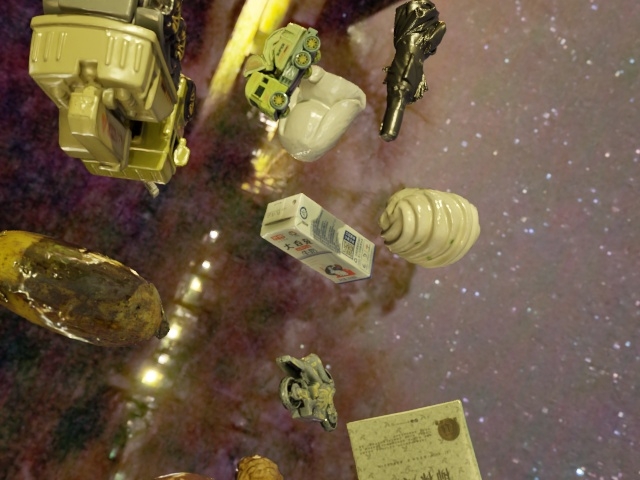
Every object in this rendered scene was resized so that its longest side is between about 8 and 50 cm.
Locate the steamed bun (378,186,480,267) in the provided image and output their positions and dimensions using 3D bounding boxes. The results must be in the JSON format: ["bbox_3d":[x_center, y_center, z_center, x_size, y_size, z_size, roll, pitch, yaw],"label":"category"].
[{"bbox_3d":[0.183,-0.014,1.180,0.183,0.183,0.106,132,-27,-66],"label":"steamed bun"}]

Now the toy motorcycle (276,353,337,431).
[{"bbox_3d":[-0.020,0.242,1.129,0.061,0.193,0.124,-17,-125,21],"label":"toy motorcycle"}]

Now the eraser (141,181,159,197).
[{"bbox_3d":[-0.477,-0.161,1.855,0.019,0.099,0.027,-16,-151,40],"label":"eraser"}]

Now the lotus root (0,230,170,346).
[{"bbox_3d":[-0.480,0.105,1.331,0.179,0.397,0.196,-62,-153,5],"label":"lotus root"}]

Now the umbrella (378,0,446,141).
[{"bbox_3d":[0.180,-0.355,1.404,0.118,0.118,0.340,133,-23,-66],"label":"umbrella"}]

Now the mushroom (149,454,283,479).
[{"bbox_3d":[-0.162,0.518,1.045,0.239,0.345,0.345,-60,-171,30],"label":"mushroom"}]

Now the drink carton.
[{"bbox_3d":[0.000,0.000,1.769,0.131,0.315,0.106,-16,-127,40],"label":"drink carton"}]

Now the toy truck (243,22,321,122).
[{"bbox_3d":[-0.082,-0.341,1.333,0.191,0.116,0.085,-60,176,-1],"label":"toy truck"}]

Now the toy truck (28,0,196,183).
[{"bbox_3d":[-0.299,-0.216,1.018,0.405,0.181,0.254,114,-15,-76],"label":"toy truck"}]

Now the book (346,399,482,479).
[{"bbox_3d":[0.221,0.553,1.443,0.031,0.264,0.379,83,-5,-69],"label":"book"}]

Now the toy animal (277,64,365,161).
[{"bbox_3d":[-0.023,-0.368,2.021,0.265,0.272,0.206,-64,156,-2],"label":"toy animal"}]
